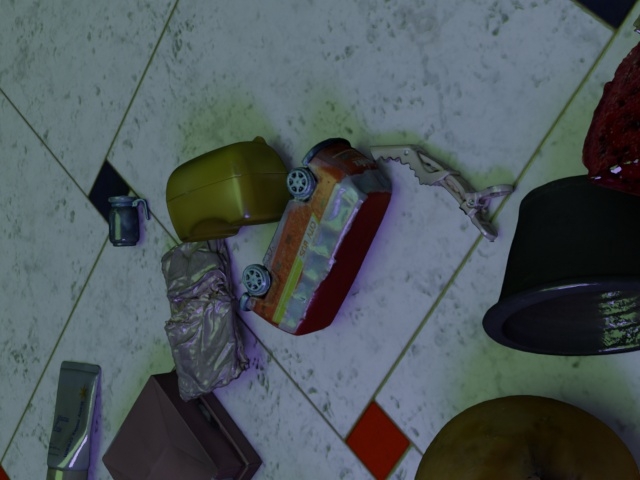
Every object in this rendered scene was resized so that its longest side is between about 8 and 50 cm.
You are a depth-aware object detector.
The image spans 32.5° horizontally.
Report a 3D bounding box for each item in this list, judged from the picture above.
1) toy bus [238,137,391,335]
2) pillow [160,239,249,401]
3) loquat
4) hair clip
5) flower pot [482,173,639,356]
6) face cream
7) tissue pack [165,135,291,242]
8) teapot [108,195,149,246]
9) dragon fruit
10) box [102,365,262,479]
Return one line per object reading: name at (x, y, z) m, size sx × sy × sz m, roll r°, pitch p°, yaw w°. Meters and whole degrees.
toy bus at (0.000, 0.000, 1.464) m, size 0.120 × 0.121 × 0.265 m, roll 36°, pitch 114°, yaw 25°
pillow at (-0.182, 0.107, 1.645) m, size 0.135 × 0.049 × 0.248 m, roll -24°, pitch 67°, yaw 29°
loquat at (0.225, 0.301, 1.203) m, size 0.263 × 0.263 × 0.263 m, roll 2°, pitch 94°, yaw 41°
hair clip at (0.149, -0.086, 1.377) m, size 0.226 × 0.034 × 0.072 m, roll 38°, pitch 113°, yaw 35°
flower pot at (0.286, 0.023, 1.164) m, size 0.235 × 0.235 × 0.148 m, roll -23°, pitch 57°, yaw 40°
face cream at (-0.431, 0.324, 1.899) m, size 0.114 × 0.070 × 0.224 m, roll 0°, pitch 83°, yaw 41°
tissue pack at (-0.134, -0.073, 1.567) m, size 0.178 × 0.123 × 0.127 m, roll -17°, pitch 84°, yaw 42°
teapot at (-0.314, -0.032, 1.778) m, size 0.064 × 0.049 × 0.083 m, roll -2°, pitch 90°, yaw 42°
dragon fruit at (0.423, -0.164, 1.073) m, size 0.317 × 0.152 × 0.205 m, roll -27°, pitch 48°, yaw 40°
box at (-0.221, 0.337, 1.690) m, size 0.215 × 0.086 × 0.215 m, roll 49°, pitch 121°, yaw 29°
